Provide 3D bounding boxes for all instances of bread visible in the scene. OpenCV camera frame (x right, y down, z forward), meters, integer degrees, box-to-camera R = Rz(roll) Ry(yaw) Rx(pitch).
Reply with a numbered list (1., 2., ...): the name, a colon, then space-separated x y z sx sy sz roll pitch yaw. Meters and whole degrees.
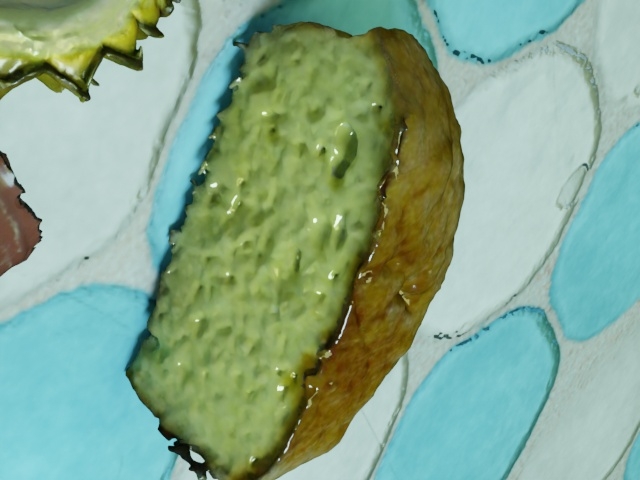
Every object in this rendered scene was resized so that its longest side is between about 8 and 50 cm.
1. bread: 0.003 0.005 0.741 0.134 0.129 0.260 4 115 -52

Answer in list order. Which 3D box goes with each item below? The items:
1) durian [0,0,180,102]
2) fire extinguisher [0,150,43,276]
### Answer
1. durian: -0.138 -0.156 0.500 0.140 0.078 0.224 -31 113 -27
2. fire extinguisher: -0.264 0.072 0.507 0.337 0.106 0.147 -40 165 -20
